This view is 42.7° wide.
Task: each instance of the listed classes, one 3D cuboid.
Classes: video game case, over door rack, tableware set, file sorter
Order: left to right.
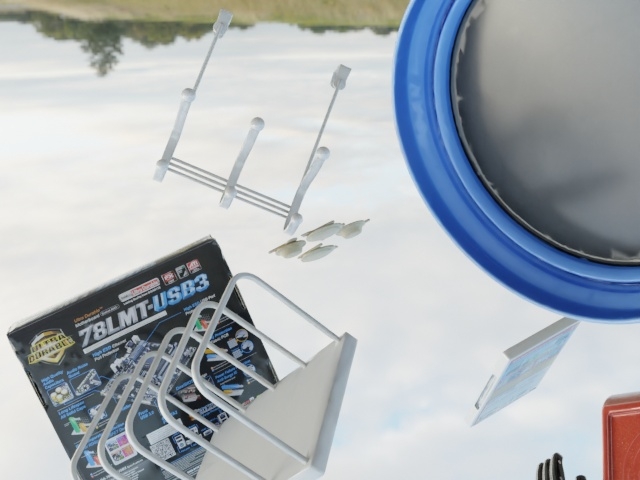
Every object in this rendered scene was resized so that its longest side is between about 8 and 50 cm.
[{"bbox_3d":[-0.124,0.195,0.926,0.277,0.173,0.193,-40,-161,35],"label":"file sorter"},{"bbox_3d":[-0.096,-0.199,1.276,0.239,0.324,0.108,23,156,-12],"label":"over door rack"},{"bbox_3d":[0.000,0.000,1.369,0.141,0.020,0.168,-30,163,27],"label":"tableware set"},{"bbox_3d":[0.415,0.271,1.696,0.204,0.285,0.025,-23,-122,-26],"label":"video game case"}]

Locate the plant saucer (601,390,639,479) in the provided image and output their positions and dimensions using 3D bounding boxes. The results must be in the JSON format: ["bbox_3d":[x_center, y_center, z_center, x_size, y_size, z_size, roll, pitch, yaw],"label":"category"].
[{"bbox_3d":[0.477,0.319,1.111,0.047,0.259,0.258,19,155,-26],"label":"plant saucer"}]

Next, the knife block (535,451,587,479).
[{"bbox_3d":[0.354,0.445,1.176,0.088,0.242,0.275,27,174,-13],"label":"knife block"}]

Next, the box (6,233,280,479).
[{"bbox_3d":[-0.218,0.184,1.103,0.295,0.293,0.073,-26,-170,-12],"label":"box"}]

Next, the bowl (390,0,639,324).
[{"bbox_3d":[0.237,-0.109,0.779,0.077,0.391,0.391,-32,-148,-34],"label":"bowl"}]
